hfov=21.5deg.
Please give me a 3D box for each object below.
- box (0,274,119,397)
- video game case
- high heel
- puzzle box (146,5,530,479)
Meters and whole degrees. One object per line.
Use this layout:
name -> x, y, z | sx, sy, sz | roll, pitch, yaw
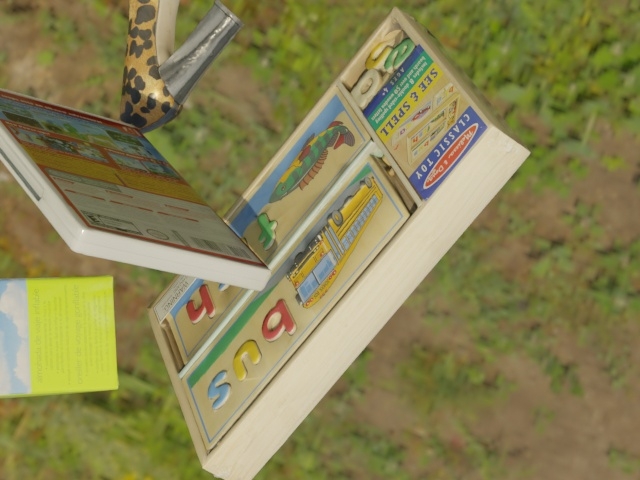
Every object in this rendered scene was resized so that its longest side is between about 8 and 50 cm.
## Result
box -> -0.275, 0.088, 1.532 | 0.178, 0.109, 0.042 | -1, 173, -27
video game case -> -0.190, -0.052, 1.508 | 0.204, 0.025, 0.285 | 14, -158, -41
high heel -> -0.226, -0.244, 1.935 | 0.261, 0.186, 0.093 | 42, -177, 33
puzzle box -> 0.000, 0.000, 1.569 | 0.052, 0.272, 0.409 | 31, 106, -31
